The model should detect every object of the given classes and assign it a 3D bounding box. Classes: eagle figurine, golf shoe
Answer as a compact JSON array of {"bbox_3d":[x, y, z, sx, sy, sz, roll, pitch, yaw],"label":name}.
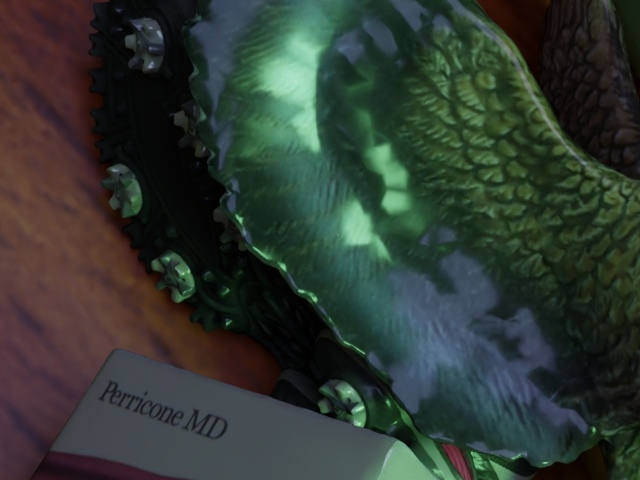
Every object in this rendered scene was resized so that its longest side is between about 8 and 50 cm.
[{"bbox_3d":[0.111,-0.011,0.653,0.225,0.226,0.298,-44,64,-6],"label":"eagle figurine"},{"bbox_3d":[0.000,0.000,0.718,0.120,0.105,0.272,-30,90,-37],"label":"golf shoe"}]

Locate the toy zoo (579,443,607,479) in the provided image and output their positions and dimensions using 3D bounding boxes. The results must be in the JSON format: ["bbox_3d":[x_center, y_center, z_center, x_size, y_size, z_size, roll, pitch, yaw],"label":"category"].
[{"bbox_3d":[0.236,0.117,0.772,0.192,0.030,0.293,-29,85,-19],"label":"toy zoo"}]

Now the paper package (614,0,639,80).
[{"bbox_3d":[0.256,-0.215,0.788,0.310,0.168,0.324,-24,84,-19],"label":"paper package"}]

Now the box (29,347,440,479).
[{"bbox_3d":[-0.052,0.175,0.580,0.127,0.149,0.232,49,64,-42],"label":"box"}]
